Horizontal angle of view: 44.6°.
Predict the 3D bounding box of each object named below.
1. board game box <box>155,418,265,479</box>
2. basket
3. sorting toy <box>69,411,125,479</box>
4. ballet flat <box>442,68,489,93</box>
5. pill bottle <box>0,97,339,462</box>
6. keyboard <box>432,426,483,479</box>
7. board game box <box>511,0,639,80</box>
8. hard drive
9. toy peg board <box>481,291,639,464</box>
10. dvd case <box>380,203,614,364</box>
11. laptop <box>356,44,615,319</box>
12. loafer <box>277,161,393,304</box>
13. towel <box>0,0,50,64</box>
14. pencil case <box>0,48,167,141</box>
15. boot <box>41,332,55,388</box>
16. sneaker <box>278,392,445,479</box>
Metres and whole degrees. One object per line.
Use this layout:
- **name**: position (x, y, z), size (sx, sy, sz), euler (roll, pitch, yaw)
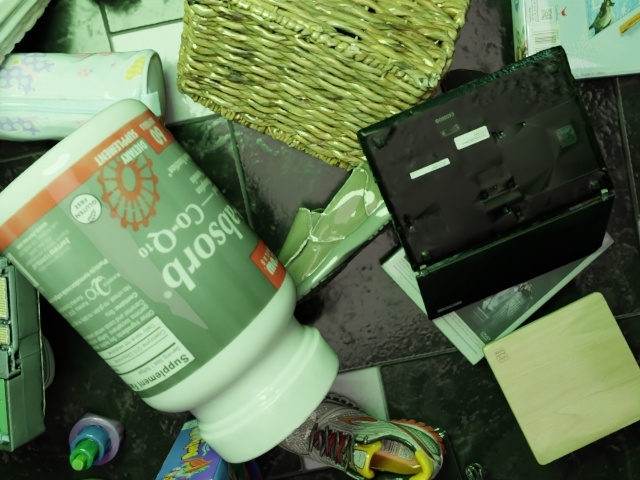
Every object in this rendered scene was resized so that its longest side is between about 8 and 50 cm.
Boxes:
- **board game box**: position (-0.092, 0.406, 0.938), size (0.078, 0.233, 0.347), euler (-18, 96, 3)
- **basket**: position (0.001, -0.250, 0.928), size (0.299, 0.223, 0.213), euler (22, 64, -2)
- **sorting toy**: position (-0.306, 0.411, 0.996), size (0.127, 0.126, 0.365), euler (6, 98, 0)
- **ballet flat**: position (0.228, -0.160, 0.966), size (0.173, 0.049, 0.057), euler (28, 90, 4)
- **pill bottle**: position (-0.157, 0.048, 0.835), size (0.210, 0.210, 0.363), euler (-39, 102, 5)
- **keyboard**: position (0.169, 0.336, 1.035), size (0.108, 0.023, 0.180), euler (-18, 97, 9)
- **board game box**: position (0.386, -0.356, 0.924), size (0.318, 0.066, 0.318), euler (-5, 97, 2)
- **hard drive**: position (-0.480, 0.100, 0.925), size (0.339, 0.064, 0.236), euler (6, 104, 23)
- **toy peg board**: position (0.307, 0.170, 0.990), size (0.161, 0.079, 0.160), euler (-26, 87, 2)
- **dvd case**: position (0.223, 0.016, 0.991), size (0.239, 0.029, 0.179), euler (-43, 95, 6)
- **laptop**: position (0.193, -0.051, 0.892), size (0.234, 0.136, 0.264), euler (-23, 100, 2)
- **loafer**: position (0.000, 0.000, 0.961), size (0.251, 0.094, 0.087), euler (-42, 82, 11)
- **towel**: position (-0.497, -0.260, 0.849), size (0.317, 0.053, 0.331), euler (20, 53, -2)
- **pencil case**: position (-0.319, -0.171, 0.925), size (0.273, 0.124, 0.113), euler (0, 98, 0)
- **boot**: position (-0.401, 0.113, 0.978), size (0.069, 0.086, 0.189), euler (-23, 96, 3)
- **sneaker**: position (0.043, 0.252, 0.983), size (0.225, 0.093, 0.088), euler (8, 96, 10)
